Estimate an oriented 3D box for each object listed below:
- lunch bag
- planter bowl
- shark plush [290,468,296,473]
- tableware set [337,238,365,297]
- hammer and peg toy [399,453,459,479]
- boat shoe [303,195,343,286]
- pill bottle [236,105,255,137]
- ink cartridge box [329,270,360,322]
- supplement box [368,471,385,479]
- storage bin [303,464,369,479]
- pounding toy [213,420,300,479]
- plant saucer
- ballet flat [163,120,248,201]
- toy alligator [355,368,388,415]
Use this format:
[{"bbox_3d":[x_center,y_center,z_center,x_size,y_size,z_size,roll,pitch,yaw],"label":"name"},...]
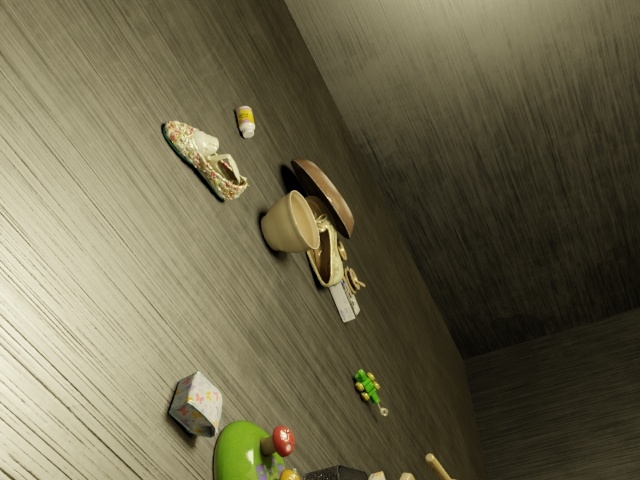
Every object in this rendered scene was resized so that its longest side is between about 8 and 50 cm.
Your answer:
[{"bbox_3d":[-0.191,0.263,0.906,0.083,0.053,0.071,50,21,-25],"label":"lunch bag"},{"bbox_3d":[-0.086,-0.036,1.496,0.162,0.109,0.162,56,21,-36],"label":"planter bowl"},{"bbox_3d":[-0.042,0.504,1.047,0.073,0.067,0.161,58,20,-31],"label":"shark plush"},{"bbox_3d":[0.088,0.079,1.866,0.128,0.039,0.194,-54,122,-75],"label":"tableware set"},{"bbox_3d":[0.225,0.686,1.366,0.266,0.127,0.361,61,43,-24],"label":"hammer and peg toy"},{"bbox_3d":[0.000,0.000,1.730,0.089,0.105,0.285,0,70,-75],"label":"boat shoe"},{"bbox_3d":[-0.206,-0.327,1.589,0.043,0.043,0.083,37,35,-61],"label":"pill bottle"},{"bbox_3d":[0.062,0.150,1.843,0.207,0.046,0.097,67,15,-4],"label":"ink cartridge box"},{"bbox_3d":[0.159,0.674,1.523,0.098,0.036,0.062,71,17,8],"label":"supplement box"},{"bbox_3d":[0.045,0.558,1.228,0.180,0.084,0.122,44,29,-53],"label":"storage bin"},{"bbox_3d":[-0.089,0.401,0.955,0.183,0.110,0.237,62,18,-21],"label":"pounding toy"},{"bbox_3d":[0.015,-0.141,1.816,0.310,0.050,0.310,51,-6,7],"label":"plant saucer"},{"bbox_3d":[-0.239,-0.181,1.252,0.241,0.077,0.091,51,25,-45],"label":"ballet flat"},{"bbox_3d":[0.147,0.456,1.736,0.051,0.056,0.189,16,-41,58],"label":"toy alligator"}]
